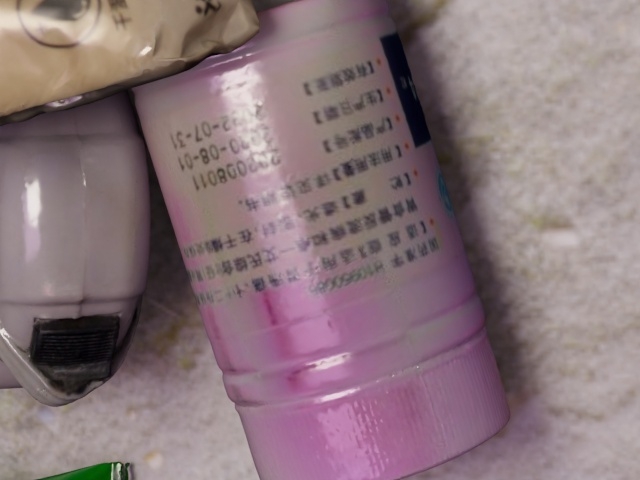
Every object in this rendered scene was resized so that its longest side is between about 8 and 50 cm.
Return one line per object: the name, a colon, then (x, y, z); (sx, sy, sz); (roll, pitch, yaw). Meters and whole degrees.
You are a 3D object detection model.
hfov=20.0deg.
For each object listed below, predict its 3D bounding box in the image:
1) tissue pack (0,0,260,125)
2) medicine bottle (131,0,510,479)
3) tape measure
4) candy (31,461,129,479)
tissue pack: (-0.254, -0.188, 0.972); (0.390, 0.195, 0.376); (-18, 64, 5)
medicine bottle: (0.000, 0.000, 0.999); (0.152, 0.152, 0.254); (-15, 96, 28)
tape measure: (-0.159, -0.016, 1.058); (0.197, 0.120, 0.236); (-158, 67, -68)
candy: (-0.212, 0.218, 1.200); (0.203, 0.078, 0.141); (-1, 102, 21)
